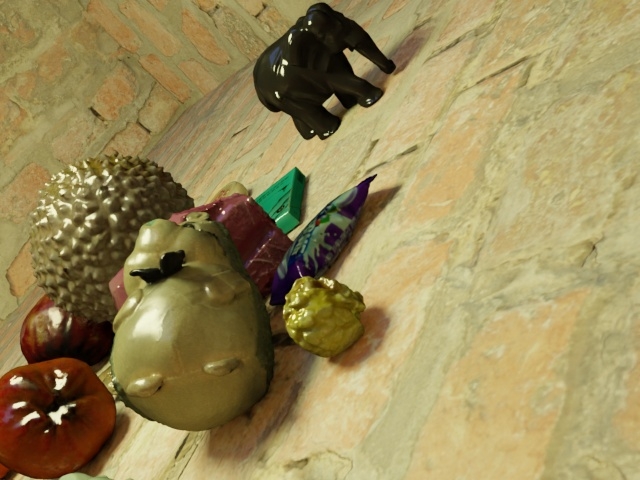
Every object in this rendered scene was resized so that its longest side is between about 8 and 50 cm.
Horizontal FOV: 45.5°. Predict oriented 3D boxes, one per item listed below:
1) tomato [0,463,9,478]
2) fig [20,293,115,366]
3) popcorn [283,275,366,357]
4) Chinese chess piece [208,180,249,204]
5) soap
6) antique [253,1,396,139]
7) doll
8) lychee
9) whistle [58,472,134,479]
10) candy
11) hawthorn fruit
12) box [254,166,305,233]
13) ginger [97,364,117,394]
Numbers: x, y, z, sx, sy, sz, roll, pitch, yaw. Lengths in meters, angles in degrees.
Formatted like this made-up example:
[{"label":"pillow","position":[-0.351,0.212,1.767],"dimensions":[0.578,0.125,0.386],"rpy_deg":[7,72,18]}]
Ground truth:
[{"label":"tomato","position":[-0.763,0.453,1.704],"dimensions":[0.260,0.180,0.260],"rpy_deg":[-46,15,16]},{"label":"fig","position":[-0.585,0.202,1.816],"dimensions":[0.263,0.224,0.224],"rpy_deg":[-51,21,-28]},{"label":"popcorn","position":[0.005,0.096,1.021],"dimensions":[0.106,0.116,0.121],"rpy_deg":[-31,-19,14]},{"label":"Chinese chess piece","position":[-0.237,-0.096,1.942],"dimensions":[0.122,0.051,0.122],"rpy_deg":[-37,21,17]},{"label":"soap","position":[-0.213,0.062,1.365],"dimensions":[0.325,0.220,0.127],"rpy_deg":[-49,12,-11]},{"label":"antique","position":[-0.012,-0.392,1.799],"dimensions":[0.322,0.255,0.185],"rpy_deg":[-30,22,29]},{"label":"doll","position":[-0.193,0.105,1.135],"dimensions":[0.247,0.247,0.349],"rpy_deg":[-36,34,21]},{"label":"lychee","position":[-0.438,-0.011,1.661],"dimensions":[0.380,0.380,0.432],"rpy_deg":[-58,-13,-32]},{"label":"whistle","position":[-0.357,0.401,1.132],"dimensions":[0.253,0.106,0.102],"rpy_deg":[-16,3,40]},{"label":"candy","position":[0.000,0.000,1.282],"dimensions":[0.275,0.070,0.145],"rpy_deg":[-57,15,-25]},{"label":"hawthorn fruit","position":[-0.505,0.333,1.404],"dimensions":[0.261,0.224,0.224],"rpy_deg":[-41,16,48]},{"label":"box","position":[-0.107,-0.055,1.623],"dimensions":[0.161,0.042,0.226],"rpy_deg":[-38,21,20]},{"label":"ginger","position":[-0.412,0.274,1.556],"dimensions":[0.259,0.065,0.149],"rpy_deg":[-33,35,14]}]
